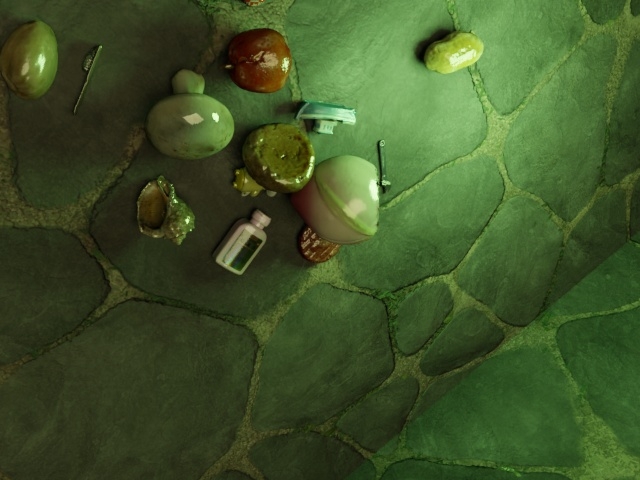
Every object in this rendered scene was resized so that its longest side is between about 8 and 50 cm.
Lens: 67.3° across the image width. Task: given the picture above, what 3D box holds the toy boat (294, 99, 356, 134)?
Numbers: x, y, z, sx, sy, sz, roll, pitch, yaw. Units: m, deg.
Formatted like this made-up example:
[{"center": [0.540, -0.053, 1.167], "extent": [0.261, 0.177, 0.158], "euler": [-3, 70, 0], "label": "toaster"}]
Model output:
[{"center": [0.014, -0.388, 1.544], "extent": [0.215, 0.088, 0.102], "euler": [-1, 116, -31], "label": "toy boat"}]

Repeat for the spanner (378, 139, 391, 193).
[{"center": [0.235, -0.270, 1.770], "extent": [0.046, 0.012, 0.209], "euler": [-21, 120, -20], "label": "spanner"}]

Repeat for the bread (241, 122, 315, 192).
[{"center": [-0.128, -0.249, 1.472], "extent": [0.229, 0.123, 0.230], "euler": [6, 71, -18], "label": "bread"}]

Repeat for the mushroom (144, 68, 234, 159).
[{"center": [-0.360, -0.342, 1.304], "extent": [0.243, 0.243, 0.244], "euler": [-12, 118, -24], "label": "mushroom"}]

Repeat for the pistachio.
[{"center": [-0.680, -0.425, 1.128], "extent": [0.126, 0.108, 0.186], "euler": [7, 102, -56], "label": "pistachio"}]

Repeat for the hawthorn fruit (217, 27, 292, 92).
[{"center": [-0.185, -0.494, 1.327], "extent": [0.200, 0.179, 0.179], "euler": [-12, 118, -23], "label": "hawthorn fruit"}]

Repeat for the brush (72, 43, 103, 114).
[{"center": [-0.600, -0.411, 1.221], "extent": [0.027, 0.034, 0.191], "euler": [22, 101, -25], "label": "brush"}]

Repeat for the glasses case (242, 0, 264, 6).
[{"center": [-0.200, -0.732, 1.285], "extent": [0.073, 0.049, 0.195], "euler": [-25, 122, -17], "label": "glasses case"}]

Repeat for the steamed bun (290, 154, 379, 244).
[{"center": [0.042, -0.130, 1.574], "extent": [0.309, 0.309, 0.310], "euler": [-12, 118, -24], "label": "steamed bun"}]

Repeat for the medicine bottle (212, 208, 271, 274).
[{"center": [-0.249, -0.001, 1.582], "extent": [0.115, 0.078, 0.219], "euler": [35, 93, -35], "label": "medicine bottle"}]

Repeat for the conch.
[{"center": [-0.455, -0.081, 1.398], "extent": [0.155, 0.130, 0.207], "euler": [-25, 109, -33], "label": "conch"}]

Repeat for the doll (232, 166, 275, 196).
[{"center": [-0.199, -0.189, 1.533], "extent": [0.162, 0.062, 0.106], "euler": [4, 108, -29], "label": "doll"}]

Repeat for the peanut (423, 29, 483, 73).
[{"center": [0.457, -0.648, 1.651], "extent": [0.224, 0.129, 0.129], "euler": [-28, 123, -15], "label": "peanut"}]

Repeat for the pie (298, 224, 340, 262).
[{"center": [0.000, 0.000, 1.741], "extent": [0.182, 0.049, 0.183], "euler": [-14, 120, -25], "label": "pie"}]
